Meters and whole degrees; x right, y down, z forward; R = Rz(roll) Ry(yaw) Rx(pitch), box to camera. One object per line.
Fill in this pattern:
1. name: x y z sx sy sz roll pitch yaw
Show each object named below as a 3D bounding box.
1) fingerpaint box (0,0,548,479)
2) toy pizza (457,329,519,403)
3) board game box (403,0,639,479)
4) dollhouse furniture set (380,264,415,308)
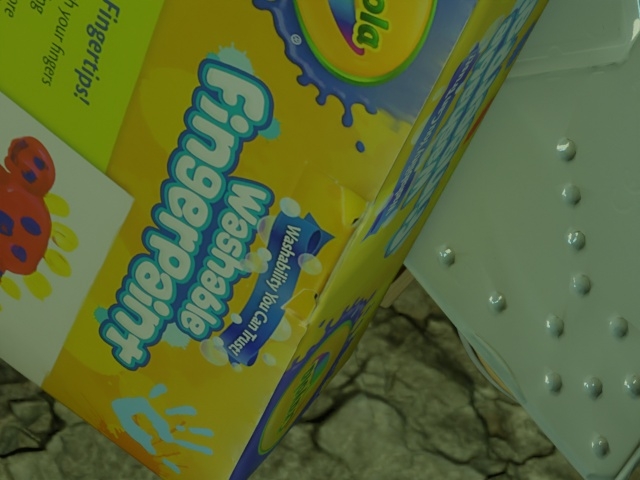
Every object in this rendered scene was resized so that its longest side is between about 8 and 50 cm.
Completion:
1. fingerpaint box: -0.097 -0.131 0.934 0.371 0.163 0.445 35 138 9
2. toy pizza: 0.186 0.050 1.248 0.201 0.032 0.201 5 125 7
3. board game box: 0.129 -0.142 0.965 0.390 0.050 0.390 52 131 29
4. dollhouse furniture set: 0.000 0.000 1.190 0.151 0.123 0.144 33 124 -13
